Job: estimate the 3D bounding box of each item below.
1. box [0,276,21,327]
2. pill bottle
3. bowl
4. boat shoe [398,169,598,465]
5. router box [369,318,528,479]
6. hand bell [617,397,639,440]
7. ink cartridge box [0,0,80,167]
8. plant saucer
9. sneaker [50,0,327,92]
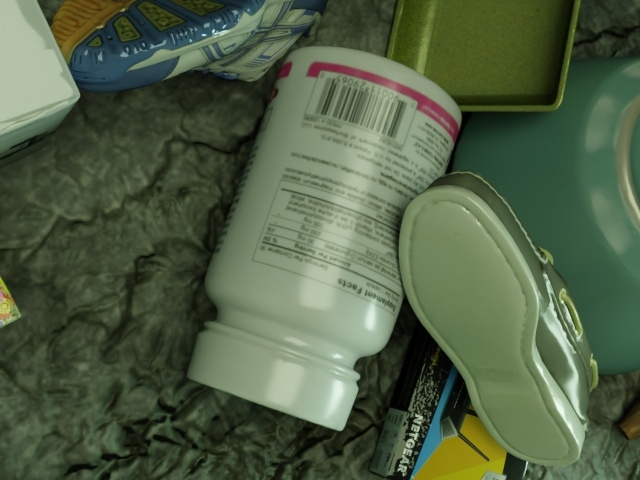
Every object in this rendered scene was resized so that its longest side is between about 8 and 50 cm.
[{"bbox_3d":[-0.402,-0.008,0.684,0.279,0.177,0.289,-30,97,-19],"label":"box"},{"bbox_3d":[0.000,0.000,0.826,0.160,0.160,0.283,22,81,-16],"label":"pill bottle"},{"bbox_3d":[0.292,-0.040,0.902,0.312,0.163,0.311,5,77,-22],"label":"bowl"},{"bbox_3d":[0.152,0.057,0.818,0.091,0.109,0.305,-57,133,-37],"label":"boat shoe"},{"bbox_3d":[0.136,0.148,0.924,0.133,0.046,0.178,21,81,-17],"label":"router box"},{"bbox_3d":[0.397,0.122,1.001,0.242,0.126,0.126,-32,98,-4],"label":"hand bell"},{"bbox_3d":[-0.258,-0.136,0.716,0.093,0.219,0.160,-26,97,-20],"label":"ink cartridge box"},{"bbox_3d":[0.153,-0.198,0.897,0.045,0.188,0.188,20,80,-50],"label":"plant saucer"},{"bbox_3d":[-0.079,-0.163,0.785,0.112,0.131,0.296,36,49,22],"label":"sneaker"}]
